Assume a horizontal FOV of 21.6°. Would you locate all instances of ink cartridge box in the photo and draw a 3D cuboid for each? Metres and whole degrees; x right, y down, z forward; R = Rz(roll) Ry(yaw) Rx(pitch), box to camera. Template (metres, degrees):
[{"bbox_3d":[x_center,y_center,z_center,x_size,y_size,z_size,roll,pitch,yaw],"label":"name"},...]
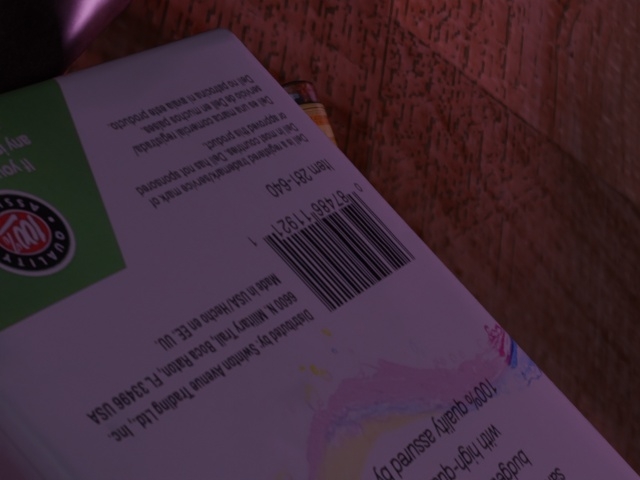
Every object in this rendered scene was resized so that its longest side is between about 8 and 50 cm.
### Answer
[{"bbox_3d":[-0.016,0.090,0.468,0.278,0.117,0.201,48,32,8],"label":"ink cartridge box"}]

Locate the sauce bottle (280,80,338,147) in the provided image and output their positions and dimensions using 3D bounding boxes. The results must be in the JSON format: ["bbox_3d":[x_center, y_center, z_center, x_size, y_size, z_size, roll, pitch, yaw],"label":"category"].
[{"bbox_3d":[0.000,0.000,0.679,0.042,0.042,0.128,-17,85,-49],"label":"sauce bottle"}]

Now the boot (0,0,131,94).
[{"bbox_3d":[-0.094,-0.090,0.570,0.248,0.090,0.207,19,90,-46],"label":"boot"}]
